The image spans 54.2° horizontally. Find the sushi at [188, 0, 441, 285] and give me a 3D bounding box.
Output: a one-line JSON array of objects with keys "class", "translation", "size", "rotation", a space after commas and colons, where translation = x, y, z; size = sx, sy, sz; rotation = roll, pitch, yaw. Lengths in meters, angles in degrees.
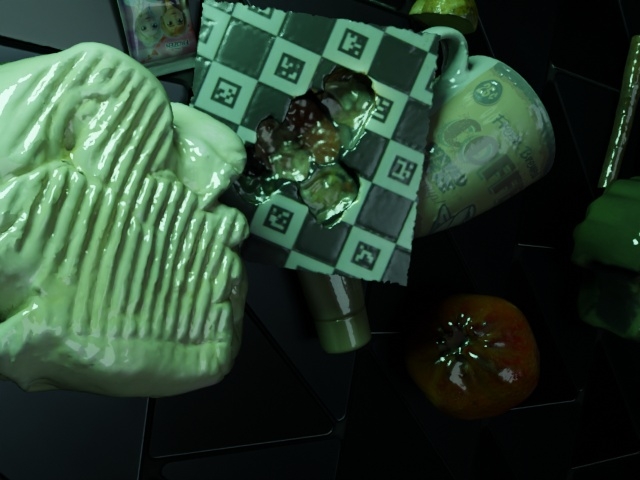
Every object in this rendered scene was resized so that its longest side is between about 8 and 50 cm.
[{"class": "sushi", "translation": [-0.022, -0.127, 0.852], "size": [0.320, 0.069, 0.339], "rotation": [7, 94, -5]}]

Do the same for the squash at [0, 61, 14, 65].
[{"class": "squash", "translation": [-0.440, -0.095, 0.618], "size": [0.318, 0.071, 0.080], "rotation": [-46, 122, -17]}]

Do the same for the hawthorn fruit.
[{"class": "hawthorn fruit", "translation": [0.279, 0.208, 1.093], "size": [0.261, 0.224, 0.224], "rotation": [29, 83, -50]}]

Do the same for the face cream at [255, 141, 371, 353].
[{"class": "face cream", "translation": [0.000, 0.000, 0.940], "size": [0.138, 0.084, 0.340], "rotation": [-18, 103, -20]}]

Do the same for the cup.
[{"class": "cup", "translation": [0.171, -0.150, 0.926], "size": [0.257, 0.227, 0.301], "rotation": [-35, 125, -17]}]

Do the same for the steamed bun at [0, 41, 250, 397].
[{"class": "steamed bun", "translation": [-0.241, -0.010, 0.675], "size": [0.352, 0.247, 0.338], "rotation": [15, 74, -39]}]

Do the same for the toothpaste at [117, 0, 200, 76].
[{"class": "toothpaste", "translation": [-0.209, -0.331, 0.742], "size": [0.096, 0.061, 0.265], "rotation": [-24, 119, -29]}]

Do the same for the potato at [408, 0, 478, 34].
[{"class": "potato", "translation": [0.209, -0.365, 0.982], "size": [0.096, 0.103, 0.066], "rotation": [12, 96, -37]}]

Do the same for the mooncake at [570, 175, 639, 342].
[{"class": "mooncake", "translation": [0.680, 0.031, 1.324], "size": [0.352, 0.187, 0.350], "rotation": [-11, 111, -29]}]

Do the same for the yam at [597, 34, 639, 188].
[{"class": "yam", "translation": [0.650, -0.269, 1.337], "size": [0.046, 0.045, 0.326], "rotation": [11, 95, -5]}]
